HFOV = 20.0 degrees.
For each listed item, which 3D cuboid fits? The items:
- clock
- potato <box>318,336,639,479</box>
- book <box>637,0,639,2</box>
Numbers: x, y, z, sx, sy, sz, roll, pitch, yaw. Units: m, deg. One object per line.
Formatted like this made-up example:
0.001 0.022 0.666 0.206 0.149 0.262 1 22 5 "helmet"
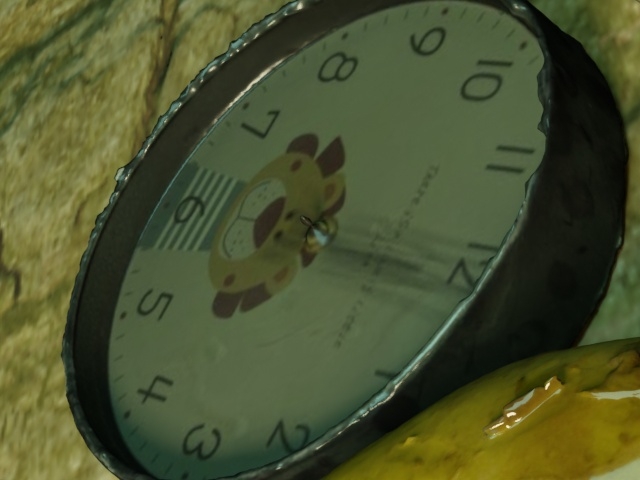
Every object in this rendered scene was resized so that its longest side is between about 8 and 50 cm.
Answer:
0.000 0.000 0.876 0.312 0.061 0.313 -28 42 28 "clock"
0.059 0.139 0.632 0.300 0.140 0.173 -39 47 24 "potato"
0.277 -0.122 0.726 0.217 0.021 0.310 -47 37 6 "book"
